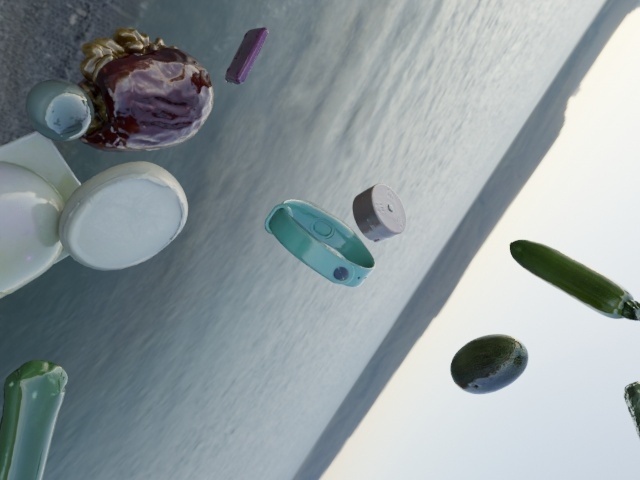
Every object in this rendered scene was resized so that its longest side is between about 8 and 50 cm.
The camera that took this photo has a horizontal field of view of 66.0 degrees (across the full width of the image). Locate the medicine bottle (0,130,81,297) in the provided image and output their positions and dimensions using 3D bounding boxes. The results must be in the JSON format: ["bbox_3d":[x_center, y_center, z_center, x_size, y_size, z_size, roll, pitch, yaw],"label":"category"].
[{"bbox_3d":[-0.611,-0.005,0.859,0.406,0.236,0.236,-33,160,-18],"label":"medicine bottle"}]

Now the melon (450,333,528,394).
[{"bbox_3d":[0.305,0.222,0.895,0.099,0.099,0.162,-43,177,-45],"label":"melon"}]

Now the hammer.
[{"bbox_3d":[-0.336,0.275,0.528,0.206,0.118,0.336,9,102,-40],"label":"hammer"}]

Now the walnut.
[{"bbox_3d":[-0.365,-0.305,1.000,0.269,0.221,0.244,-33,121,-53],"label":"walnut"}]

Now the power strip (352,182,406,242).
[{"bbox_3d":[0.162,-0.076,1.341,0.078,0.154,0.154,-27,-170,40],"label":"power strip"}]

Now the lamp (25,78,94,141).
[{"bbox_3d":[-0.438,-0.219,0.830,0.105,0.105,0.105,-52,167,-18],"label":"lamp"}]

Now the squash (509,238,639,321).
[{"bbox_3d":[0.455,0.067,0.889,0.069,0.258,0.069,-21,130,-28],"label":"squash"}]

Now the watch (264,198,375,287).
[{"bbox_3d":[0.000,0.000,0.983,0.068,0.237,0.195,-51,-164,21],"label":"watch"}]

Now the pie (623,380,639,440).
[{"bbox_3d":[0.480,0.313,0.641,0.105,0.275,0.257,-22,-173,40],"label":"pie"}]

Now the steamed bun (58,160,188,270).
[{"bbox_3d":[-0.358,-0.050,0.898,0.228,0.131,0.177,-37,127,0],"label":"steamed bun"}]

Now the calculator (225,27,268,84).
[{"bbox_3d":[-0.164,-0.397,1.060,0.127,0.034,0.190,-60,-156,7],"label":"calculator"}]
